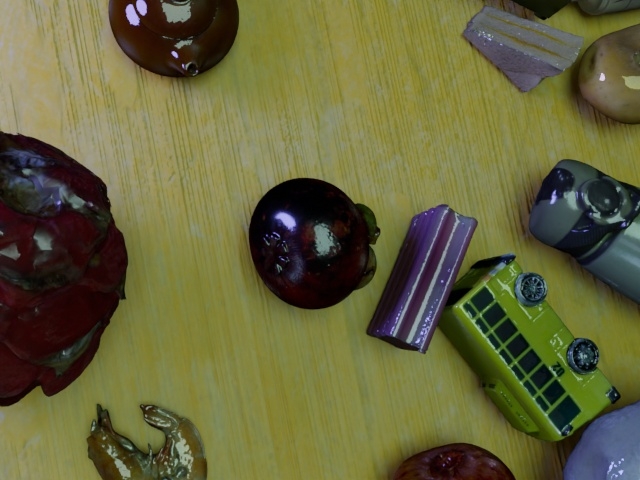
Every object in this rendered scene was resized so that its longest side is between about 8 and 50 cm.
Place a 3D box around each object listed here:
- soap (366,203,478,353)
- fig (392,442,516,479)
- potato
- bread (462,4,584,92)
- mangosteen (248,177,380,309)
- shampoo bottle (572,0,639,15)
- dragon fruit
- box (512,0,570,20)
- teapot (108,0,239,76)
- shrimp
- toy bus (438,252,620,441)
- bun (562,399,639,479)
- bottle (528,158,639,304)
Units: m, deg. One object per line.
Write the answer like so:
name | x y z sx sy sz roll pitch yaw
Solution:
soap | 0.143 0.055 1.062 0.066 0.122 0.203 26 79 -9
fig | 0.196 0.388 1.027 0.175 0.175 0.207 -23 104 -15
potato | 0.524 -0.262 1.183 0.234 0.146 0.150 -13 42 -2
bread | 0.312 -0.313 1.154 0.152 0.105 0.077 40 70 -7
mangosteen | 0.000 0.000 1.021 0.200 0.200 0.199 2 83 -13
shampoo bottle | 0.532 -0.429 1.228 0.303 0.092 0.092 -13 87 -14
dragon fruit | -0.375 0.029 0.841 0.329 0.329 0.329 2 83 -13
box | 0.274 -0.610 1.143 0.373 0.138 0.420 23 73 -12
teapot | -0.201 -0.338 1.020 0.178 0.135 0.252 -11 87 -18
shrimp | -0.230 0.284 0.991 0.187 0.052 0.132 49 57 -9
toy bus | 0.290 0.161 1.083 0.150 0.128 0.262 -38 92 -14
bun | 0.479 0.364 1.059 0.355 0.194 0.354 -3 97 -23
bottle | 0.475 0.001 1.127 0.347 0.168 0.168 27 78 -6
